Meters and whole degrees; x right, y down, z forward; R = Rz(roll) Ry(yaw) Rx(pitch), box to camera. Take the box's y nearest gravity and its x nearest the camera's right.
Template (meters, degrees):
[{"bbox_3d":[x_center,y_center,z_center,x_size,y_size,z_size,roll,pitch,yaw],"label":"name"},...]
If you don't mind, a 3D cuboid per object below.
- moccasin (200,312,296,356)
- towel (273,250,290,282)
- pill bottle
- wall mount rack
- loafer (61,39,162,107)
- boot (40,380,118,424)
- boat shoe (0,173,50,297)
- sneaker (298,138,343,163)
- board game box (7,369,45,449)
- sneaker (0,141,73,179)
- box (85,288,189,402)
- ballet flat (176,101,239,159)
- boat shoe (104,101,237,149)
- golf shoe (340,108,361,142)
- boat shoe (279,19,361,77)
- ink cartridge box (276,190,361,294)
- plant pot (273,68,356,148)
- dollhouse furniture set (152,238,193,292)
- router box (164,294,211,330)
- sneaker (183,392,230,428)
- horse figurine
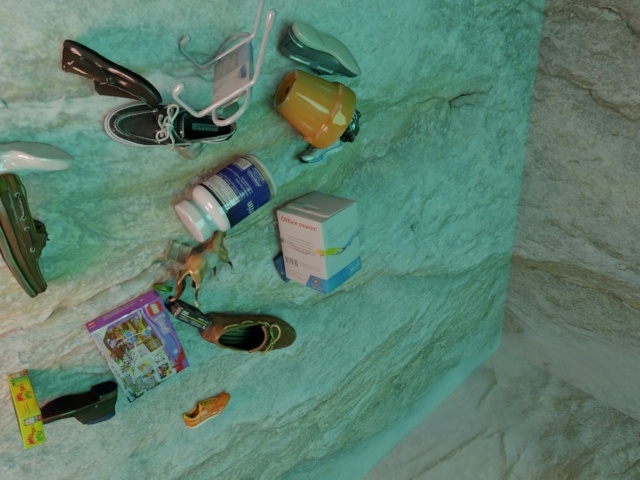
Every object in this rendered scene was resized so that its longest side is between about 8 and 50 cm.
[{"bbox_3d":[-0.222,0.327,1.520,0.380,0.147,0.139,26,91,-47],"label":"moccasin"},{"bbox_3d":[-0.126,0.092,1.578,0.067,0.029,0.119,-41,134,-23],"label":"towel"},{"bbox_3d":[-0.267,-0.120,1.254,0.265,0.153,0.153,-39,132,-22],"label":"pill bottle"},{"bbox_3d":[-0.197,-0.442,1.011,0.304,0.349,0.130,-24,141,21],"label":"wall mount rack"},{"bbox_3d":[-0.466,-0.356,0.984,0.220,0.080,0.078,28,104,-19],"label":"loafer"},{"bbox_3d":[-0.675,0.486,1.227,0.219,0.082,0.106,-13,116,-41],"label":"boot"},{"bbox_3d":[-0.651,-0.001,0.968,0.104,0.111,0.307,-32,143,-34],"label":"boat shoe"},{"bbox_3d":[-0.006,-0.317,1.470,0.191,0.071,0.082,-35,125,-36],"label":"sneaker"},{"bbox_3d":[-0.719,0.407,1.073,0.043,0.181,0.092,-12,117,-39],"label":"board game box"},{"bbox_3d":[-0.653,-0.157,0.946,0.212,0.080,0.094,-4,124,-34],"label":"sneaker"},{"bbox_3d":[-0.526,0.313,1.296,0.201,0.057,0.293,-29,127,-29],"label":"box"},{"bbox_3d":[-0.303,-0.310,1.183,0.213,0.072,0.068,-51,141,-9],"label":"ballet flat"},{"bbox_3d":[-0.360,-0.278,1.076,0.307,0.105,0.113,2,98,-24],"label":"boat shoe"},{"bbox_3d":[0.088,-0.434,1.496,0.094,0.077,0.198,-48,143,-30],"label":"golf shoe"},{"bbox_3d":[0.005,-0.565,1.351,0.099,0.116,0.320,-33,159,34],"label":"boat shoe"},{"bbox_3d":[0.000,0.000,1.505,0.197,0.198,0.269,-32,128,-40],"label":"ink cartridge box"},{"bbox_3d":[-0.029,-0.407,1.317,0.188,0.205,0.205,25,92,-31],"label":"plant pot"},{"bbox_3d":[-0.435,0.076,1.288,0.076,0.059,0.151,24,74,-39],"label":"dollhouse furniture set"},{"bbox_3d":[-0.404,0.222,1.339,0.038,0.092,0.122,-56,136,-7],"label":"router box"},{"bbox_3d":[-0.395,0.591,1.554,0.175,0.064,0.067,-29,118,-33],"label":"sneaker"},{"bbox_3d":[-0.339,0.079,1.300,0.263,0.066,0.174,-45,144,-45],"label":"horse figurine"}]
